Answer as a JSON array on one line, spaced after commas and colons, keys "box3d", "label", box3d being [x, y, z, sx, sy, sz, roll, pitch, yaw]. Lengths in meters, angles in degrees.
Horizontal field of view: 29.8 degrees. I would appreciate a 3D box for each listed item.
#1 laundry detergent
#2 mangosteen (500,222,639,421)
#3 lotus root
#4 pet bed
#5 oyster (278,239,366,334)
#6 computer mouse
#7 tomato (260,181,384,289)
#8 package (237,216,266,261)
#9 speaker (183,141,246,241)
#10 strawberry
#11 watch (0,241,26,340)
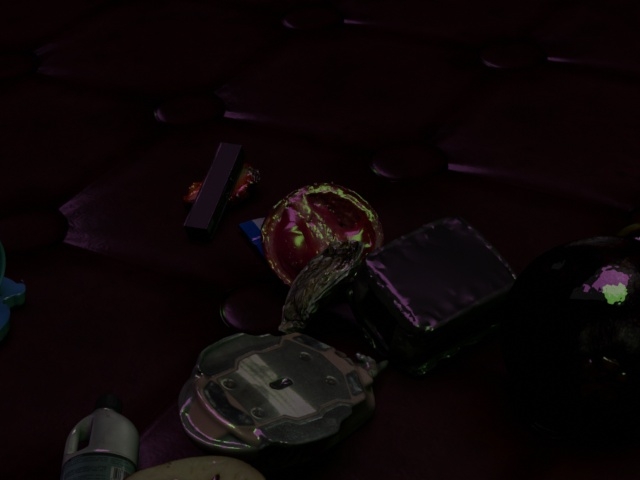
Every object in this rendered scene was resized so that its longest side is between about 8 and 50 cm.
[{"box3d": [-0.290, 0.286, 1.587, 0.099, 0.070, 0.225, -10, 35, 3], "label": "laundry detergent"}, {"box3d": [0.381, 0.098, 1.634, 0.275, 0.275, 0.302, 3, 36, 9], "label": "mangosteen"}, {"box3d": [-0.154, 0.340, 1.451, 0.235, 0.119, 0.138, -8, 34, -2], "label": "lotus root"}, {"box3d": [0.159, 0.087, 1.784, 0.211, 0.159, 0.183, -27, 61, -27], "label": "pet bed"}, {"box3d": [0.004, 0.066, 1.813, 0.064, 0.177, 0.125, 42, 38, -10], "label": "oyster"}, {"box3d": [-0.047, 0.218, 1.630, 0.389, 0.115, 0.199, -12, 50, -49], "label": "computer mouse"}, {"box3d": [0.000, 0.000, 1.926, 0.189, 0.173, 0.099, -22, -5, -5], "label": "tomato"}, {"box3d": [-0.032, -0.008, 2.040, 0.173, 0.027, 0.171, -17, 40, -19], "label": "package"}, {"box3d": [-0.182, -0.087, 2.102, 0.046, 0.040, 0.191, 8, 55, 17], "label": "speaker"}, {"box3d": [-0.173, -0.092, 2.164, 0.152, 0.048, 0.104, -24, 43, -1], "label": "strawberry"}, {"box3d": [-0.567, 0.052, 1.852, 0.211, 0.193, 0.211, -2, 36, 2], "label": "watch"}]
